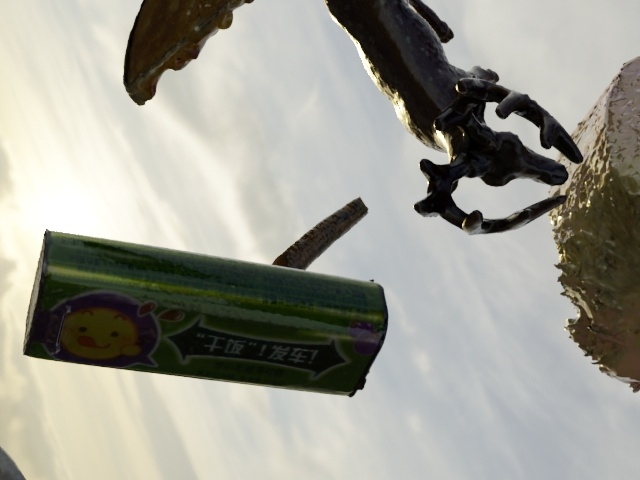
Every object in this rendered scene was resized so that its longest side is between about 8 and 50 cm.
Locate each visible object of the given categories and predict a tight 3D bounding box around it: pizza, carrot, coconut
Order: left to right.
[{"bbox_3d":[-0.116,-0.229,0.944,0.036,0.176,0.185,34,50,-42],"label":"pizza"},{"bbox_3d":[0.000,0.000,1.346,0.042,0.170,0.042,46,-17,18],"label":"carrot"},{"bbox_3d":[0.263,-0.018,0.655,0.245,0.233,0.233,-73,152,-59],"label":"coconut"}]

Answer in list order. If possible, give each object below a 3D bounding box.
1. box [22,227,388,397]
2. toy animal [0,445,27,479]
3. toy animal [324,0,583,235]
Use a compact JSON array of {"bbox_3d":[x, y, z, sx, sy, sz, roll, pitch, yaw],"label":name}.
[{"bbox_3d":[-0.111,0.075,0.987,0.097,0.345,0.134,-100,-153,-46],"label":"box"},{"bbox_3d":[-0.061,0.172,0.341,0.282,0.141,0.138,14,-36,20],"label":"toy animal"},{"bbox_3d":[0.062,-0.099,0.622,0.243,0.087,0.260,46,16,11],"label":"toy animal"}]
